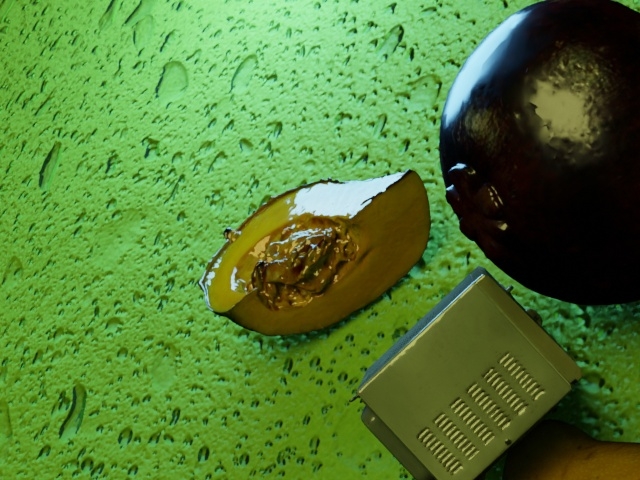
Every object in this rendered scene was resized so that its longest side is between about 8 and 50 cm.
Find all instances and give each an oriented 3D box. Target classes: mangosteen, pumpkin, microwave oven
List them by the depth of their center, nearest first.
[{"bbox_3d":[0.136,0.134,1.829,0.145,0.240,0.194,44,93,2],"label":"microwave oven"},{"bbox_3d":[0.287,-0.096,1.877,0.347,0.307,0.307,-24,43,-19],"label":"mangosteen"},{"bbox_3d":[0.005,0.001,2.134,0.278,0.111,0.163,-37,31,11],"label":"pumpkin"}]

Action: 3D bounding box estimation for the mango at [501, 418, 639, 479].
[{"bbox_3d":[0.270,0.259,1.748,0.177,0.120,0.295,-54,30,-8],"label":"mango"}]
